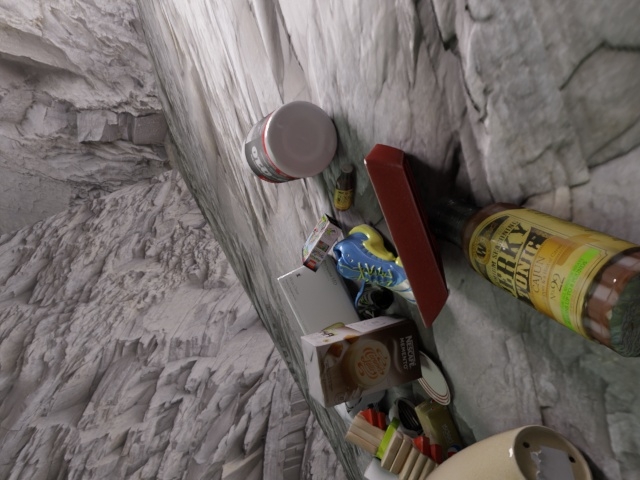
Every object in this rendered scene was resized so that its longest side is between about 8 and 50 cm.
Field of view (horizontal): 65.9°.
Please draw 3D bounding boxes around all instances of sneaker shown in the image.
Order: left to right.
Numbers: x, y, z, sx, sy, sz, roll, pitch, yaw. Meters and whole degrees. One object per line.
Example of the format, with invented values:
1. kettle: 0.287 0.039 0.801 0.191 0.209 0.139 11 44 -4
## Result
1. sneaker: 0.107 0.490 1.565 0.210 0.137 0.366 30 145 54
2. sneaker: 0.112 0.068 1.039 0.240 0.126 0.091 48 155 41
3. sneaker: 0.130 0.145 1.179 0.188 0.067 0.078 95 151 -51
4. sneaker: 0.259 0.523 1.276 0.258 0.094 0.091 48 157 39

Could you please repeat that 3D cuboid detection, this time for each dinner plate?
1. dinner plate: 0.255 0.312 1.139 0.141 0.017 0.141 53 158 33

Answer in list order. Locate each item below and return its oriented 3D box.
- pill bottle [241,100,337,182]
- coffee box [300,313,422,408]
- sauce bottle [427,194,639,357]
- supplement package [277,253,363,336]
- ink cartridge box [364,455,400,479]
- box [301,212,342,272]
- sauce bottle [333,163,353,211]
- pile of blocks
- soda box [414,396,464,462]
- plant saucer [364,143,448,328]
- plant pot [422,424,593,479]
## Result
1. pill bottle: -0.087 -0.216 1.150 0.283 0.161 0.161 6 120 68
2. coffee box: 0.093 0.264 1.114 0.098 0.246 0.141 -177 77 -68
3. sauce bottle: 0.254 0.017 0.614 0.344 0.111 0.112 38 149 63
4. supplement package: 0.018 0.182 1.318 0.262 0.145 0.204 63 -178 3
5. ink cartridge box: 0.295 0.654 1.193 0.370 0.069 0.175 22 167 40
6. box: 0.000 0.000 1.176 0.036 0.114 0.207 32 -174 -7
7. sauce bottle: 0.052 -0.116 1.093 0.042 0.042 0.128 54 160 28
8. pile of blocks: 0.223 0.503 1.179 0.362 0.113 0.148 27 -175 40
9. soda box: 0.292 0.471 1.178 0.182 0.058 0.061 67 161 -9
10. plant saucer: 0.145 -0.030 0.789 0.259 0.047 0.259 -55 -55 -71
11. plant pot: 0.324 0.438 0.829 0.256 0.256 0.274 51 140 35
